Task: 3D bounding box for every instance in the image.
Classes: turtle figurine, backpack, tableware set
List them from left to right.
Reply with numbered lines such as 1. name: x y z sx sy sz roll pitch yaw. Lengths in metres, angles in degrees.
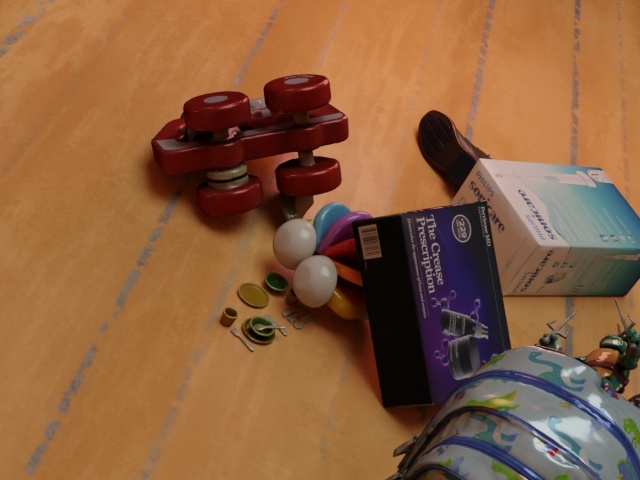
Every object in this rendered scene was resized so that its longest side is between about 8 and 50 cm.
1. tableware set: -0.079 0.092 1.749 0.104 0.024 0.154 43 37 19
2. backpack: 0.203 0.272 1.267 0.290 0.355 0.273 41 38 18
3. turtle figurine: 0.417 0.188 1.880 0.118 0.175 0.234 53 41 -18

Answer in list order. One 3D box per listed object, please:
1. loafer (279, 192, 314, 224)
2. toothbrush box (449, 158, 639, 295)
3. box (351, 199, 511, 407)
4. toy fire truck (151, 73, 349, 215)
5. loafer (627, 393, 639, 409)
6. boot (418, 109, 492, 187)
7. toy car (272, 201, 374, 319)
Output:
1. loafer: -0.036 -0.065 1.944 0.050 0.056 0.148 -5 38 3
2. toothbrush box: 0.402 -0.021 2.145 0.296 0.126 0.216 2 44 -35
3. box: 0.161 0.085 1.740 0.184 0.103 0.261 -10 90 -45
4. toy fire truck: -0.112 -0.165 1.926 0.302 0.169 0.254 -13 20 -14
5. loafer: 0.476 0.369 1.699 0.134 0.130 0.365 -4 47 8
6. boot: 0.255 -0.149 2.276 0.106 0.082 0.219 30 23 -40
7. toy car: 0.033 0.020 1.803 0.159 0.136 0.182 16 34 -42
